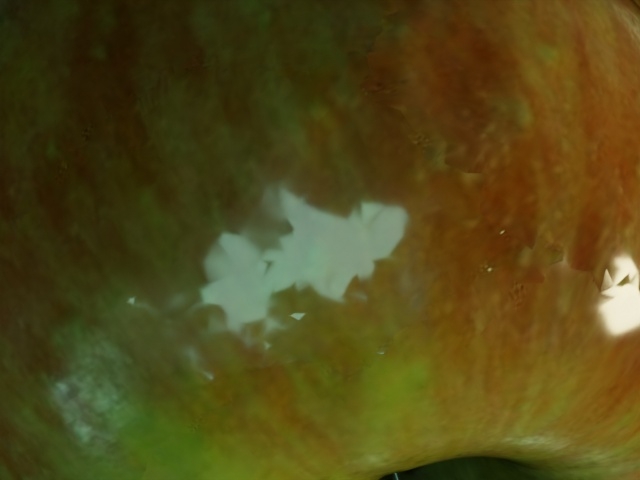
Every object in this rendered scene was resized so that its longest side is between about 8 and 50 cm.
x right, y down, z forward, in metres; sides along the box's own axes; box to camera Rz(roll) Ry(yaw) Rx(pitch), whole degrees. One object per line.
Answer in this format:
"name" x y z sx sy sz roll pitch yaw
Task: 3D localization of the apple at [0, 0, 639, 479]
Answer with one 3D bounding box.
"apple" 0.000 0.000 0.654 0.277 0.250 0.309 -13 138 -10
